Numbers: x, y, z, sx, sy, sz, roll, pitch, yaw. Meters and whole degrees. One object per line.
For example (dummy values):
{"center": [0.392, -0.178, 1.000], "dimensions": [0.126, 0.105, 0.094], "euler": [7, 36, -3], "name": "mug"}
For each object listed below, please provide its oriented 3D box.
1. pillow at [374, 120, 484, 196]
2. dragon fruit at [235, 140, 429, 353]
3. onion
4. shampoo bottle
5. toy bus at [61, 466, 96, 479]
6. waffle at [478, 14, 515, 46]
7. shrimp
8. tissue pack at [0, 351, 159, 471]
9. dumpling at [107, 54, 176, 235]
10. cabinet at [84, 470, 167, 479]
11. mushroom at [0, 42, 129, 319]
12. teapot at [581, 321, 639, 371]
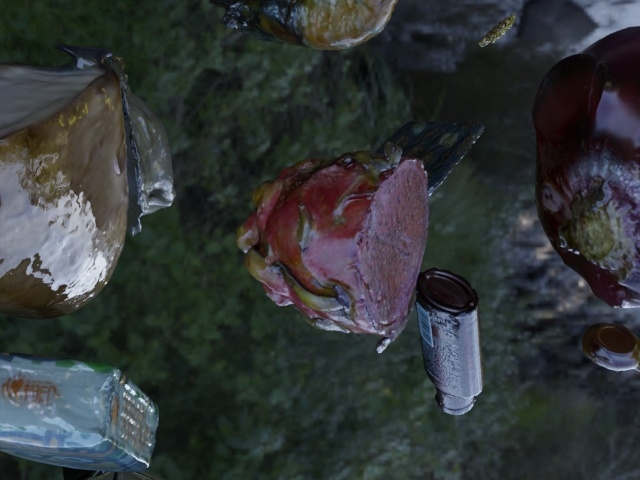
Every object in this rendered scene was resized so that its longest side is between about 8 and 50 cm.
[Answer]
{"center": [0.158, -0.139, 1.924], "dimensions": [0.034, 0.189, 0.255], "euler": [51, 164, -24], "name": "pillow"}
{"center": [0.000, 0.000, 1.706], "dimensions": [0.263, 0.314, 0.296], "euler": [11, 180, 24], "name": "dragon fruit"}
{"center": [0.520, -0.113, 1.518], "dimensions": [0.420, 0.398, 0.398], "euler": [-12, 173, -26], "name": "onion"}
{"center": [0.231, 0.188, 1.957], "dimensions": [0.129, 0.084, 0.323], "euler": [31, 151, 33], "name": "shampoo bottle"}
{"center": [-0.425, 0.410, 2.053], "dimensions": [0.093, 0.092, 0.409], "euler": [-26, -156, -6], "name": "toy bus"}
{"center": [0.327, -0.388, 2.077], "dimensions": [0.016, 0.078, 0.085], "euler": [49, 154, -12], "name": "waffle"}
{"center": [-0.038, -0.434, 1.775], "dimensions": [0.085, 0.272, 0.445], "euler": [-8, -172, -42], "name": "shrimp"}
{"center": [-0.371, 0.246, 1.584], "dimensions": [0.228, 0.128, 0.311], "euler": [5, 162, 4], "name": "tissue pack"}
{"center": [-0.282, -0.131, 1.803], "dimensions": [0.086, 0.166, 0.332], "euler": [-17, 130, -20], "name": "dumpling"}
{"center": [-0.292, 0.524, 1.729], "dimensions": [0.318, 0.290, 0.227], "euler": [26, -168, -13], "name": "cabinet"}
{"center": [-0.395, -0.015, 1.413], "dimensions": [0.224, 0.313, 0.397], "euler": [11, 125, 15], "name": "mushroom"}
{"center": [0.575, 0.215, 2.190], "dimensions": [0.129, 0.098, 0.078], "euler": [21, 147, 14], "name": "teapot"}
